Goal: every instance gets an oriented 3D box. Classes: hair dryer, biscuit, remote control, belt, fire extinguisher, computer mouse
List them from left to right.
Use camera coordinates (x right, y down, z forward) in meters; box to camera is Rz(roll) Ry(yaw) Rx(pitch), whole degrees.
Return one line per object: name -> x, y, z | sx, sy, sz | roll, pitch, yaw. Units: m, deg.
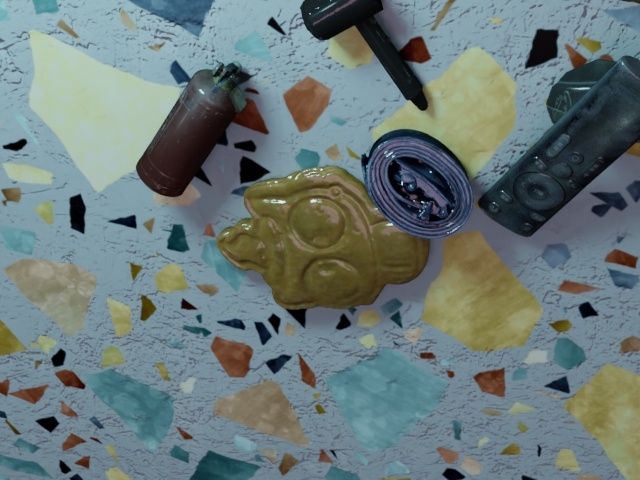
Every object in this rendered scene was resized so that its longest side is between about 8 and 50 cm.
fire extinguisher -> -0.198, -0.190, 1.841 | 0.104, 0.105, 0.269 | 35, 123, -7
biscuit -> -0.001, 0.002, 1.940 | 0.375, 0.051, 0.269 | -4, 118, 18
hair dryer -> 0.080, -0.289, 1.743 | 0.114, 0.071, 0.248 | -25, 120, 25
belt -> 0.152, -0.091, 1.805 | 0.190, 0.082, 0.141 | 41, 104, -9
remote control -> 0.374, -0.128, 1.699 | 0.107, 0.044, 0.377 | 34, 139, -5
computer mouse -> 0.449, -0.195, 1.685 | 0.231, 0.071, 0.126 | 4, 121, 12

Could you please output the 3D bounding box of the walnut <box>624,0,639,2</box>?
walnut -> 0.394, -0.463, 1.391 | 0.381, 0.381, 0.381 | 7, 122, 11
